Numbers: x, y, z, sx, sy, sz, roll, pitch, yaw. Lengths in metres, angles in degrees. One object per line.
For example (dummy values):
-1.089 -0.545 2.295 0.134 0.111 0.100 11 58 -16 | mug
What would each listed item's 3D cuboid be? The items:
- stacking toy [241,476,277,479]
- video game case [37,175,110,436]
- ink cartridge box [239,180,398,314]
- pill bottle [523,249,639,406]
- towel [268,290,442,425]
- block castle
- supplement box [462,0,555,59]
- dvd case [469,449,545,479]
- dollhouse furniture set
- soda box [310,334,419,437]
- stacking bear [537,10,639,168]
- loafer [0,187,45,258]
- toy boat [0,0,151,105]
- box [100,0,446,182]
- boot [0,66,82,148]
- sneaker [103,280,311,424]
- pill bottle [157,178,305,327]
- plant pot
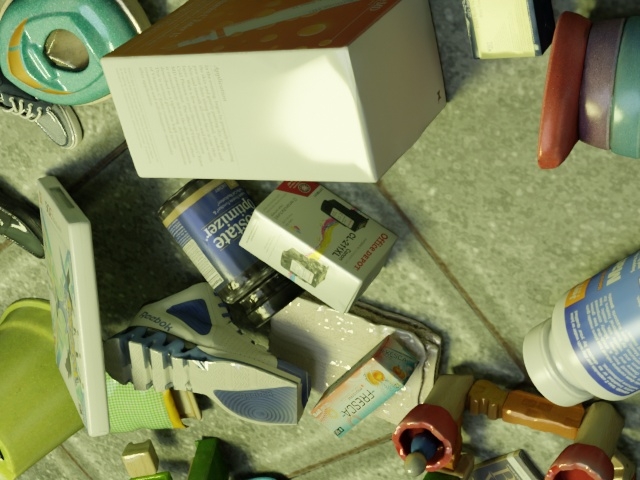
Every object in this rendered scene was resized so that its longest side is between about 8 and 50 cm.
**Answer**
-0.147 0.550 1.925 0.166 0.302 0.175 -20 108 40 | stacking toy
-0.381 0.092 1.764 0.300 0.036 0.329 -145 49 -63 | video game case
0.000 0.000 1.567 0.175 0.127 0.072 33 130 7 | ink cartridge box
0.377 0.101 1.383 0.152 0.152 0.272 49 133 -6 | pill bottle
0.043 0.172 1.714 0.282 0.049 0.187 17 128 22 | towel
0.261 0.429 1.620 0.303 0.213 0.453 12 124 23 | block castle
0.213 -0.255 1.302 0.083 0.056 0.083 2 122 31 | supplement box
0.269 0.413 1.761 0.221 0.018 0.164 -31 102 41 | dvd case
-0.294 0.342 1.935 0.198 0.151 0.301 -11 115 11 | dollhouse furniture set
0.062 0.212 1.658 0.063 0.058 0.183 42 135 -2 | soda box
0.388 -0.149 1.204 0.289 0.175 0.164 8 107 17 | stacking bear
-0.536 -0.042 1.909 0.223 0.078 0.076 40 134 2 | loafer
-0.391 -0.314 1.564 0.267 0.148 0.318 -18 117 39 | toy boat
-0.053 -0.193 1.404 0.345 0.215 0.168 3 122 30 | box
-0.444 -0.205 1.732 0.069 0.086 0.190 -26 104 41 | boot
-0.157 0.151 1.750 0.316 0.182 0.127 15 134 8 | sneaker
-0.121 0.011 1.637 0.219 0.123 0.123 52 133 1 | pill bottle
-0.530 0.285 2.015 0.276 0.254 0.276 16 129 22 | plant pot
